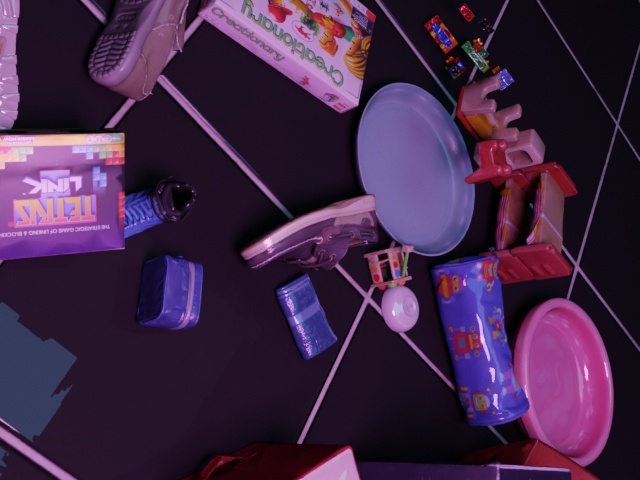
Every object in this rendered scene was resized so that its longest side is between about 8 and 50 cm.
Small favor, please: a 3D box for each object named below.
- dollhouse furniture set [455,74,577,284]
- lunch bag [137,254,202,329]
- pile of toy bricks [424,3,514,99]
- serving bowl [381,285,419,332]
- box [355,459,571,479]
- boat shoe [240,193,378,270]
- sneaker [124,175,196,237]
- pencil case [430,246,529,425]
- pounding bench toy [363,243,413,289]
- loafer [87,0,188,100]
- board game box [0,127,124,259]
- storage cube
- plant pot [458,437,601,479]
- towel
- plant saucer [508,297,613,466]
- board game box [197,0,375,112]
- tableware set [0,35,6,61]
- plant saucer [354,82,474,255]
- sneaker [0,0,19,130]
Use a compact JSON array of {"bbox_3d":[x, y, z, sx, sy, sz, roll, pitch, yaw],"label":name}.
[{"bbox_3d":[0.331,-0.097,1.440,0.374,0.152,0.201,40,53,-39],"label":"dollhouse furniture set"},{"bbox_3d":[-0.190,0.066,1.007,0.065,0.067,0.099,19,66,-39],"label":"lunch bag"},{"bbox_3d":[0.308,-0.380,1.575,0.212,0.118,0.105,51,18,-10],"label":"pile of toy bricks"},{"bbox_3d":[0.142,0.115,1.334,0.083,0.027,0.084,13,71,-42],"label":"serving bowl"},{"bbox_3d":[0.171,0.481,1.074,0.178,0.312,0.344,17,69,-40],"label":"box"},{"bbox_3d":[0.000,0.000,1.181,0.285,0.102,0.093,-23,91,-50],"label":"boat shoe"},{"bbox_3d":[-0.226,-0.039,0.988,0.152,0.084,0.058,-23,96,-44],"label":"sneaker"},{"bbox_3d":[0.286,0.172,1.393,0.133,0.119,0.306,-7,85,-55],"label":"pencil case"},{"bbox_3d":[0.124,0.045,1.296,0.052,0.083,0.065,-9,85,-44],"label":"pounding bench toy"},{"bbox_3d":[-0.230,-0.296,1.059,0.251,0.094,0.087,-67,148,-20],"label":"loafer"},{"bbox_3d":[-0.310,-0.055,0.881,0.170,0.048,0.141,-6,107,-30],"label":"board game box"},{"bbox_3d":[-0.063,0.371,0.965,0.183,0.193,0.215,-16,91,-44],"label":"storage cube"},{"bbox_3d":[0.326,0.482,1.272,0.236,0.267,0.267,52,49,-6],"label":"plant pot"},{"bbox_3d":[-0.022,0.116,1.179,0.067,0.029,0.120,-28,100,-43],"label":"towel"},{"bbox_3d":[0.471,0.284,1.563,0.332,0.084,0.333,13,70,-41],"label":"plant saucer"},{"bbox_3d":[-0.043,-0.365,1.262,0.305,0.053,0.193,28,62,-35],"label":"board game box"},{"bbox_3d":[-0.403,-0.130,0.788,0.039,0.128,0.194,20,82,-81],"label":"tableware set"},{"bbox_3d":[0.166,-0.125,1.407,0.317,0.043,0.318,13,70,-40],"label":"plant saucer"},{"bbox_3d":[-0.395,-0.189,0.873,0.090,0.094,0.235,11,92,-46],"label":"sneaker"}]
